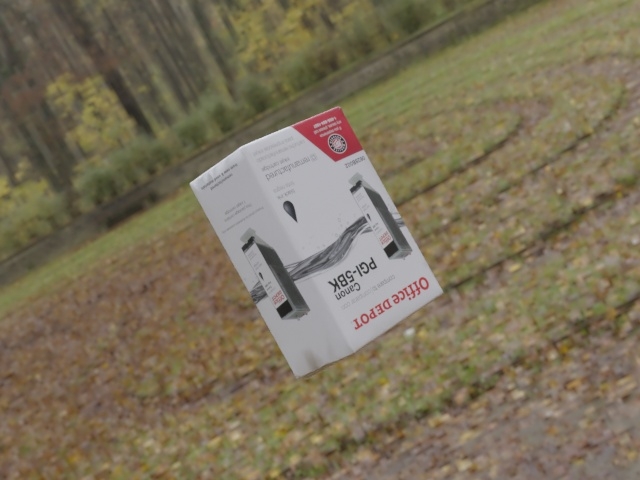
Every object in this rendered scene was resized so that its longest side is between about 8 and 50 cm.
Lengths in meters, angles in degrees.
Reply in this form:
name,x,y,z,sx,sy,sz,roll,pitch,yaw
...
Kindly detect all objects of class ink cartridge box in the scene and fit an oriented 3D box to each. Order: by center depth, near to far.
name,x,y,z,sx,sy,sz,roll,pitch,yaw
ink cartridge box,0.000,0.000,0.707,0.056,0.135,0.099,-30,-1,44
